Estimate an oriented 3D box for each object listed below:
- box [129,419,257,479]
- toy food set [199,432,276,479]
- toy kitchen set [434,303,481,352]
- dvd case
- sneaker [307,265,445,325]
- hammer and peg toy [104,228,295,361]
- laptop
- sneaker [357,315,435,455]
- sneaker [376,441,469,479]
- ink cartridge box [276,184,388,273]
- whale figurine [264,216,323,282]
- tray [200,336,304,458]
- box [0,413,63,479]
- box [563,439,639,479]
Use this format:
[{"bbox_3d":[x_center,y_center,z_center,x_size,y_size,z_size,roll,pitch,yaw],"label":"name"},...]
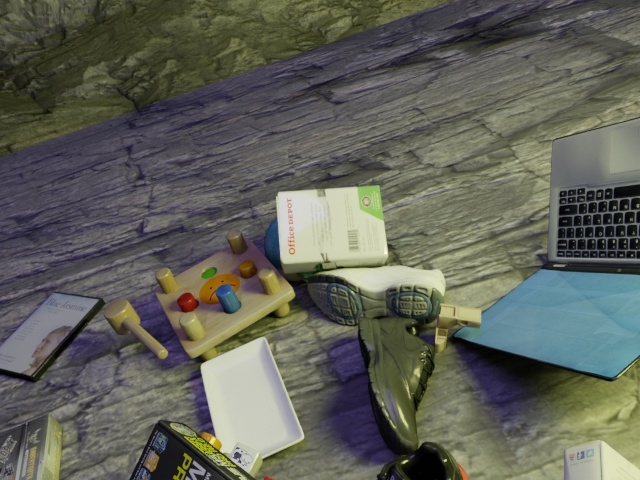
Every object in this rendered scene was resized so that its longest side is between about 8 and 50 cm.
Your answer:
[{"bbox_3d":[-0.206,0.423,0.787,0.216,0.060,0.270,20,82,40],"label":"box"},{"bbox_3d":[-0.106,0.388,0.848,0.232,0.111,0.104,18,50,17],"label":"toy food set"},{"bbox_3d":[0.245,0.171,1.021,0.075,0.083,0.068,7,40,12],"label":"toy kitchen set"},{"bbox_3d":[-0.670,0.226,1.382,0.180,0.022,0.253,3,41,27],"label":"dvd case"},{"bbox_3d":[0.116,0.103,1.165,0.297,0.111,0.129,5,24,24],"label":"sneaker"},{"bbox_3d":[-0.258,0.145,1.227,0.361,0.127,0.266,-31,40,-16],"label":"hammer and peg toy"},{"bbox_3d":[0.426,-0.014,0.933,0.236,0.408,0.382,4,-2,-19],"label":"laptop"},{"bbox_3d":[0.141,0.228,0.973,0.130,0.109,0.286,-9,39,2],"label":"sneaker"},{"bbox_3d":[0.095,0.380,0.763,0.276,0.135,0.097,-38,43,-24],"label":"sneaker"},{"bbox_3d":[0.021,-0.022,1.194,0.219,0.092,0.160,-3,72,-3],"label":"ink cartridge box"},{"bbox_3d":[0.000,0.000,1.293,0.272,0.141,0.216,3,40,22],"label":"whale figurine"},{"bbox_3d":[-0.132,0.300,1.051,0.145,0.030,0.270,-24,37,-7],"label":"tray"},{"bbox_3d":[-0.572,0.448,1.021,0.183,0.056,0.231,-22,37,-6],"label":"box"},{"bbox_3d":[0.341,0.404,0.564,0.058,0.232,0.322,-40,18,43],"label":"box"}]
